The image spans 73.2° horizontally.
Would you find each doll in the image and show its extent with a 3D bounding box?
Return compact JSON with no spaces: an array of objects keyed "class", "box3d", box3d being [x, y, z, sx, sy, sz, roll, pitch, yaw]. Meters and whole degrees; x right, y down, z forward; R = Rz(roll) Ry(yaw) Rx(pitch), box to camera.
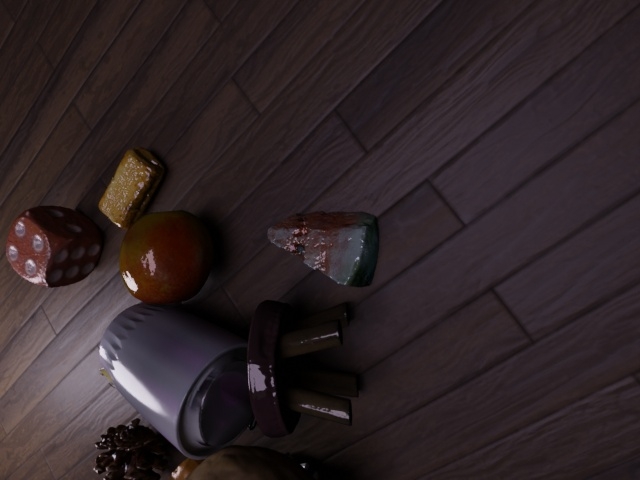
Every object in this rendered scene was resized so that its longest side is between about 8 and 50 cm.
[{"class":"doll","box3d":[-0.053,0.541,1.003,0.142,0.057,0.099,20,123,24]}]

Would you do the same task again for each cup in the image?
[{"class":"cup","box3d":[-0.318,0.294,0.993,0.371,0.253,0.254,19,102,34]}]

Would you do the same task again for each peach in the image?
[{"class":"peach","box3d":[-0.363,0.041,1.018,0.230,0.231,0.231,2,95,25]}]

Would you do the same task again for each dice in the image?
[{"class":"dice","box3d":[-0.745,0.015,1.215,0.179,0.175,0.174,32,106,20]}]

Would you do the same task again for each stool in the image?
[{"class":"stool","box3d":[-0.028,0.248,0.870,0.178,0.272,0.272,-7,91,9]}]

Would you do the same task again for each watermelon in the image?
[{"class":"watermelon","box3d":[0.000,0.000,0.925,0.241,0.094,0.154,13,92,26]}]

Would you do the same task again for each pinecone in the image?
[{"class":"pinecone","box3d":[-0.497,0.596,1.152,0.185,0.168,0.213,3,115,66]}]

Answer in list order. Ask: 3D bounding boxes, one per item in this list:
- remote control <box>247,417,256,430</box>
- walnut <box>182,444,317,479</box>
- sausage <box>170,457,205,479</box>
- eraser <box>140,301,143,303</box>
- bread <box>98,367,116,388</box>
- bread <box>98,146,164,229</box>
[{"class":"remote control","box3d":[-0.154,0.363,1.049,0.059,0.028,0.212,24,103,25]},{"class":"walnut","box3d":[-0.127,0.580,0.824,0.380,0.381,0.382,2,95,25]},{"class":"sausage","box3d":[-0.223,0.684,1.064,0.354,0.116,0.134,43,96,13]},{"class":"eraser","box3d":[-0.467,0.279,1.184,0.081,0.036,0.225,15,101,24]},{"class":"bread","box3d":[-0.567,0.399,1.217,0.084,0.080,0.109,-14,86,28]},{"class":"bread","box3d":[-0.495,-0.138,1.137,0.114,0.083,0.211,42,110,11]}]
